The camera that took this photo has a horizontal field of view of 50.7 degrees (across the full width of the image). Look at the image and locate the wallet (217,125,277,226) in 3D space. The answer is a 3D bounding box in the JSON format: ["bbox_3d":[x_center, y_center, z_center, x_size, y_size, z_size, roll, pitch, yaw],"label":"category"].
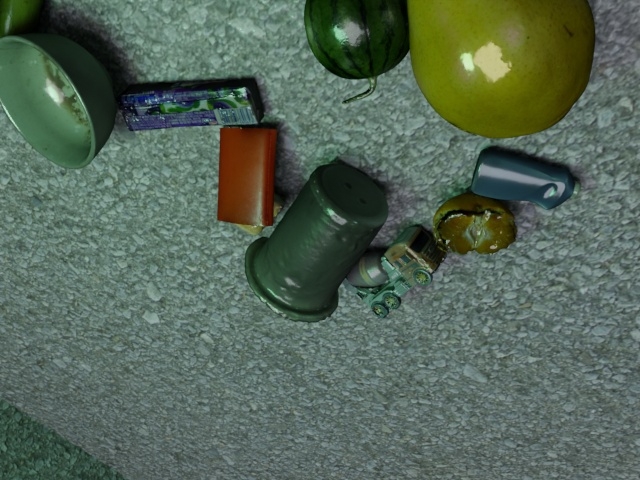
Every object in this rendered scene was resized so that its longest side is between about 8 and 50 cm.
[{"bbox_3d":[-0.155,-0.135,1.419,0.142,0.045,0.204,7,98,30],"label":"wallet"}]

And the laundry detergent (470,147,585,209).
[{"bbox_3d":[0.398,-0.114,1.292,0.206,0.061,0.097,13,125,8],"label":"laundry detergent"}]

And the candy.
[{"bbox_3d":[-0.269,-0.280,1.394,0.312,0.061,0.088,1,129,19],"label":"candy"}]

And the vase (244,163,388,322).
[{"bbox_3d":[0.000,0.000,1.431,0.245,0.245,0.291,30,129,-7],"label":"vase"}]

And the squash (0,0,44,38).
[{"bbox_3d":[-0.565,-0.496,1.300,0.087,0.087,0.331,33,131,-9],"label":"squash"}]

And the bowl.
[{"bbox_3d":[-0.523,-0.307,1.391,0.289,0.146,0.289,21,136,23],"label":"bowl"}]

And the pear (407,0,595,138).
[{"bbox_3d":[0.261,-0.316,1.004,0.285,0.285,0.336,-5,142,24],"label":"pear"}]

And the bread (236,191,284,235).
[{"bbox_3d":[-0.150,-0.080,1.519,0.106,0.082,0.125,30,124,-21],"label":"bread"}]

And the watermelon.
[{"bbox_3d":[0.069,-0.348,1.111,0.188,0.188,0.215,-13,99,30],"label":"watermelon"}]

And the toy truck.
[{"bbox_3d":[0.156,0.066,1.517,0.140,0.108,0.257,44,135,-1],"label":"toy truck"}]

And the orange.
[{"bbox_3d":[0.307,-0.036,1.361,0.160,0.112,0.170,-26,141,24],"label":"orange"}]
